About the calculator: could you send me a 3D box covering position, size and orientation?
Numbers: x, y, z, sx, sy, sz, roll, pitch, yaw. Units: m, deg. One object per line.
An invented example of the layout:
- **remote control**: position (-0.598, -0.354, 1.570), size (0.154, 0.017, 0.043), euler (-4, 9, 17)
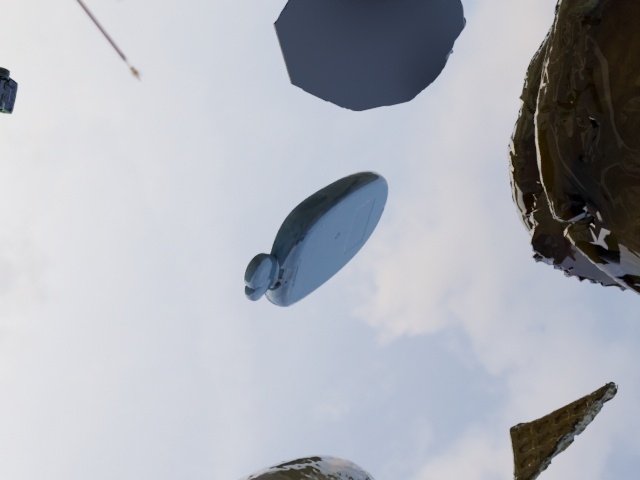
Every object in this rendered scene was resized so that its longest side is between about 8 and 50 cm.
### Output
- **calculator**: position (0.000, 0.000, 1.188), size (0.042, 0.188, 0.302), euler (34, -137, 20)

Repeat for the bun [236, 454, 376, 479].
- **bun**: position (-0.018, 0.242, 0.500), size (0.133, 0.231, 0.231), euler (27, -110, 30)

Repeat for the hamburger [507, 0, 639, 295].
- **hamburger**: position (0.193, -0.058, 0.407), size (0.183, 0.206, 0.130), euler (11, -158, 1)

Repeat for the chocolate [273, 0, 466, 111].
- **chocolate**: position (0.060, -0.299, 1.068), size (0.224, 0.206, 0.177), euler (-11, -132, 6)

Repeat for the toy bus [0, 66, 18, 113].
- **toy bus**: position (-0.252, -0.116, 0.600), size (0.037, 0.083, 0.031), euler (3, -103, 17)

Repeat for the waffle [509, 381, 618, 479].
- **waffle**: position (0.293, 0.235, 1.003), size (0.152, 0.023, 0.098), euler (-34, -154, 27)
